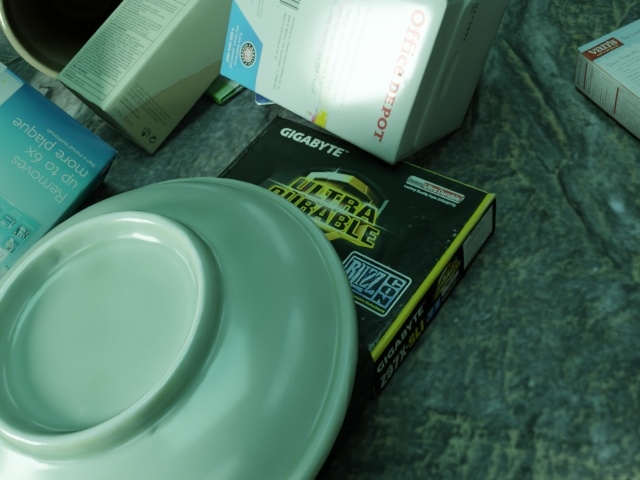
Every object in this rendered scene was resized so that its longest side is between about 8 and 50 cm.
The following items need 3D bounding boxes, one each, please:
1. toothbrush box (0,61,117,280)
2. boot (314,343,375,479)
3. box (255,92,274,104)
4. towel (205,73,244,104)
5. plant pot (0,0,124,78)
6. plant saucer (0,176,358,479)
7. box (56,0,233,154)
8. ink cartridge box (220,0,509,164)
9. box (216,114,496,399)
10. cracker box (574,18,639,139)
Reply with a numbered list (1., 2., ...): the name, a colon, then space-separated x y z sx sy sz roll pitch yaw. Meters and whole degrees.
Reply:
1. toothbrush box: -0.443 -0.058 0.902 0.216 0.126 0.295 39 62 -10
2. boot: -0.160 0.191 0.668 0.284 0.138 0.377 30 77 33
3. box: -0.030 -0.289 1.077 0.136 0.036 0.225 -4 59 5
4. towel: -0.131 -0.281 1.134 0.152 0.023 0.113 -41 51 -15
5. plant pot: -0.400 -0.412 1.191 0.263 0.263 0.229 -28 32 -7
6. plant saucer: -0.171 0.086 0.602 0.400 0.100 0.400 -10 54 13
7. box: -0.223 -0.301 1.059 0.148 0.121 0.311 35 82 35
8. ink cartridge box: 0.053 -0.257 0.876 0.270 0.198 0.197 31 35 21
9. box: 0.000 0.000 0.832 0.322 0.079 0.257 26 64 31
10. cracker box: 0.445 -0.183 0.860 0.155 0.067 0.232 -25 51 -6
